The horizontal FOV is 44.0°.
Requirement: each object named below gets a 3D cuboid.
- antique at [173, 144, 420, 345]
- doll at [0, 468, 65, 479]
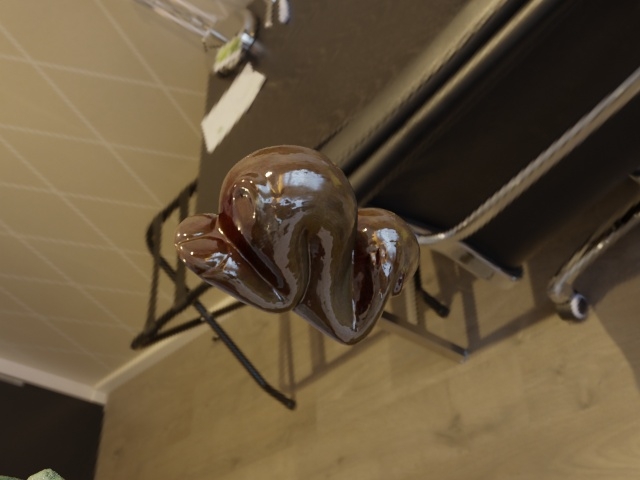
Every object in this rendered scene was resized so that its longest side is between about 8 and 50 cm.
[{"bbox_3d":[0.000,0.000,0.762,0.143,0.257,0.121,-47,42,15],"label":"antique"},{"bbox_3d":[-0.222,0.204,0.605,0.115,0.150,0.077,-24,55,7],"label":"doll"}]
